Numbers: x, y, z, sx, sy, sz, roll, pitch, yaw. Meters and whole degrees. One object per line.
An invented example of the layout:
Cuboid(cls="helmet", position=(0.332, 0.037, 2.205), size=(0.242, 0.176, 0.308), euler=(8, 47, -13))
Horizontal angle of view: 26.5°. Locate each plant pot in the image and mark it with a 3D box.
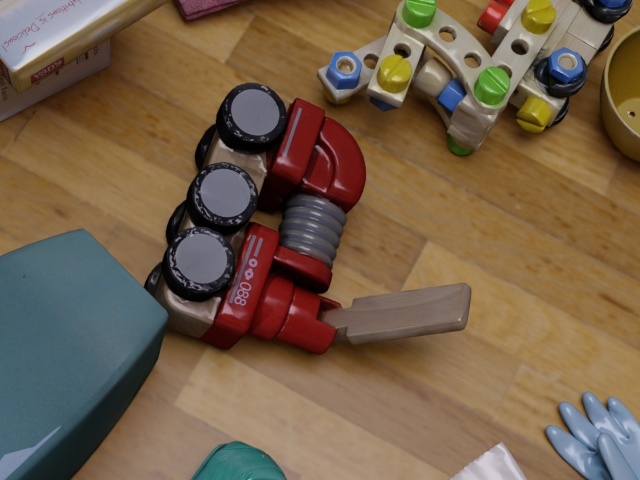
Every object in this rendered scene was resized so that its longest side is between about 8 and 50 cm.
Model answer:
Cuboid(cls="plant pot", position=(0.317, -0.124, 1.269), size=(0.134, 0.095, 0.134), euler=(2, 69, -6))
Cuboid(cls="plant pot", position=(-0.243, 0.111, 1.076), size=(0.165, 0.166, 0.234), euler=(44, 64, 10))

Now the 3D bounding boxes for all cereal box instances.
Cuboid(cls="cereal box", position=(-0.253, -0.258, 1.133), size=(0.173, 0.047, 0.240), euler=(-36, 77, -19))

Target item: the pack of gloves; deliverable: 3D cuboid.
Cuboid(cls="pack of gloves", position=(0.238, 0.250, 1.139), size=(0.195, 0.046, 0.232), euler=(-32, 75, -18))

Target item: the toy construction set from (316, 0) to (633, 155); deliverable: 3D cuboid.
Cuboid(cls="toy construction set", position=(0.166, -0.220, 1.271), size=(0.215, 0.151, 0.328), euler=(31, 79, 6))

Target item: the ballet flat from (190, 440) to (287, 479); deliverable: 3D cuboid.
Cuboid(cls="ballet flat", position=(-0.108, 0.264, 1.061), size=(0.087, 0.083, 0.247), euler=(14, 57, 44))

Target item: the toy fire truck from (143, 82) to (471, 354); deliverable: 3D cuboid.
Cuboid(cls="toy fire truck", position=(0.000, 0.000, 1.165), size=(0.246, 0.158, 0.217), euler=(23, 67, -10))

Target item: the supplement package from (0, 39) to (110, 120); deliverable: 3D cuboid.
Cuboid(cls="supplement package", position=(-0.323, -0.183, 1.194), size=(0.244, 0.134, 0.139), euler=(-31, 75, -17))

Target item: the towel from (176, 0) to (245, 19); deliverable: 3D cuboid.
Cuboid(cls="towel", position=(-0.076, -0.341, 1.154), size=(0.237, 0.329, 0.037), euler=(-14, 47, 16))
